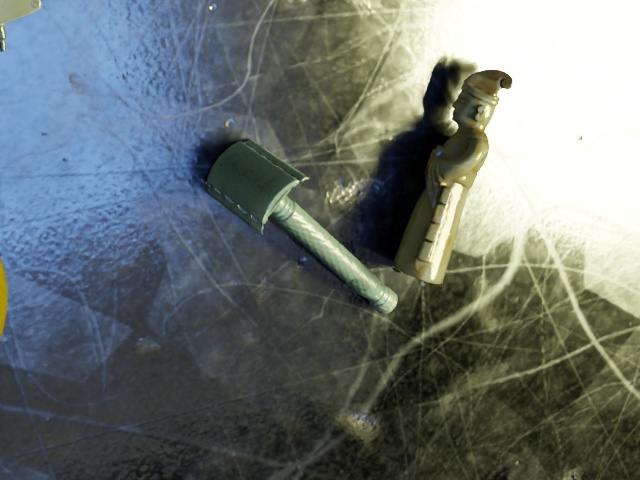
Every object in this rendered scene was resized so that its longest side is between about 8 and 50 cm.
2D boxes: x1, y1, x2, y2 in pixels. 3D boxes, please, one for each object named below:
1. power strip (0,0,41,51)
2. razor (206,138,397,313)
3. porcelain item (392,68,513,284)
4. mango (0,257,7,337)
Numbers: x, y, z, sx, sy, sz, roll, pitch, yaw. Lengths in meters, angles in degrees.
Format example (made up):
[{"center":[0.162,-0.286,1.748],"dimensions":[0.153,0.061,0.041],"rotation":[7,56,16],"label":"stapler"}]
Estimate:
[{"center":[-0.287,-0.264,1.296],"dimensions":[0.080,0.029,0.227],"rotation":[-18,112,-21],"label":"power strip"},{"center":[0.000,0.000,1.489],"dimensions":[0.068,0.106,0.232],"rotation":[-51,130,-2],"label":"razor"},{"center":[0.128,-0.066,1.523],"dimensions":[0.054,0.084,0.213],"rotation":[19,98,0],"label":"porcelain item"},{"center":[-0.410,0.076,1.220],"dimensions":[0.365,0.182,0.253],"rotation":[-23,105,5],"label":"mango"}]
